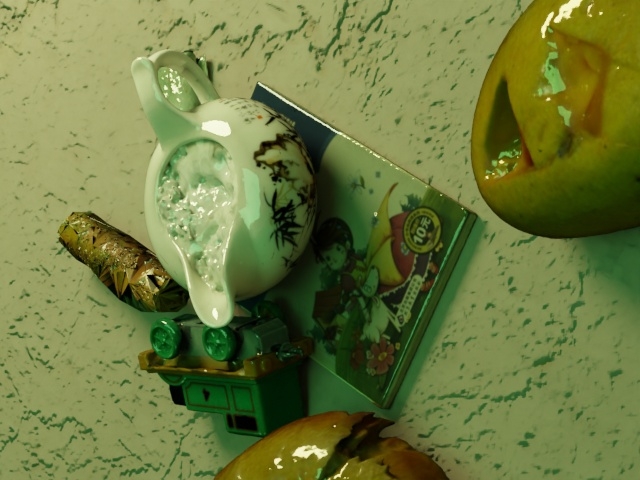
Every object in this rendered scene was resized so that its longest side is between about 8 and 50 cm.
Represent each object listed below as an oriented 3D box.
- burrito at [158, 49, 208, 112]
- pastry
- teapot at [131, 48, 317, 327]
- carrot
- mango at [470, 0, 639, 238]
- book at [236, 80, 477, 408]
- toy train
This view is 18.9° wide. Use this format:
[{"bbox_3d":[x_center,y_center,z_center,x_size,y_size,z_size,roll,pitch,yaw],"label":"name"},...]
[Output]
[{"bbox_3d":[-0.154,-0.145,2.130,0.074,0.044,0.118,-16,73,33],"label":"burrito"},{"bbox_3d":[0.011,0.345,1.885,0.356,0.164,0.356,-5,81,33],"label":"pastry"},{"bbox_3d":[-0.111,-0.059,1.997,0.208,0.165,0.300,-36,75,45],"label":"teapot"},{"bbox_3d":[-0.218,0.024,2.131,0.228,0.069,0.069,31,106,51],"label":"carrot"},{"bbox_3d":[0.277,-0.128,1.705,0.365,0.182,0.253,-39,66,42],"label":"mango"},{"bbox_3d":[0.000,0.000,2.008,0.322,0.018,0.228,33,106,36],"label":"book"},{"bbox_3d":[-0.098,0.136,2.025,0.227,0.091,0.136,-3,103,44],"label":"toy train"}]
